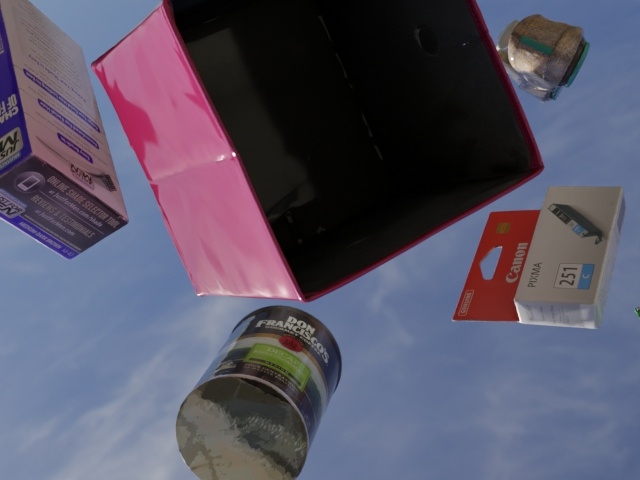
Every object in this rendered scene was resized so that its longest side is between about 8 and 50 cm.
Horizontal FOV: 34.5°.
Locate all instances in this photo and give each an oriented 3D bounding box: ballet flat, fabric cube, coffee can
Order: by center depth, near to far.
[{"bbox_3d":[-0.014,-0.112,0.908,0.254,0.259,0.258,-28,-170,-22],"label":"fabric cube"},{"bbox_3d":[0.280,-0.243,1.322,0.106,0.107,0.316,24,-174,7],"label":"ballet flat"},{"bbox_3d":[-0.088,0.245,1.613,0.202,0.201,0.275,-16,-166,16],"label":"coffee can"}]

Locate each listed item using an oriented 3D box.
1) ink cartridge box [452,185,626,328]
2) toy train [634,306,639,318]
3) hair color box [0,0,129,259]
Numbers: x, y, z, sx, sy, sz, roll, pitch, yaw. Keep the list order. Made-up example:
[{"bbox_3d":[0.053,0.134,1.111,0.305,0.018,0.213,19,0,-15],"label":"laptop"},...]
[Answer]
[{"bbox_3d":[0.385,0.023,1.821,0.261,0.066,0.296,1,-137,27],"label":"ink cartridge box"},{"bbox_3d":[0.519,0.124,1.635,0.017,0.083,0.023,-29,-124,21],"label":"toy train"},{"bbox_3d":[-0.371,-0.162,1.321,0.110,0.185,0.339,-32,-126,12],"label":"hair color box"}]
